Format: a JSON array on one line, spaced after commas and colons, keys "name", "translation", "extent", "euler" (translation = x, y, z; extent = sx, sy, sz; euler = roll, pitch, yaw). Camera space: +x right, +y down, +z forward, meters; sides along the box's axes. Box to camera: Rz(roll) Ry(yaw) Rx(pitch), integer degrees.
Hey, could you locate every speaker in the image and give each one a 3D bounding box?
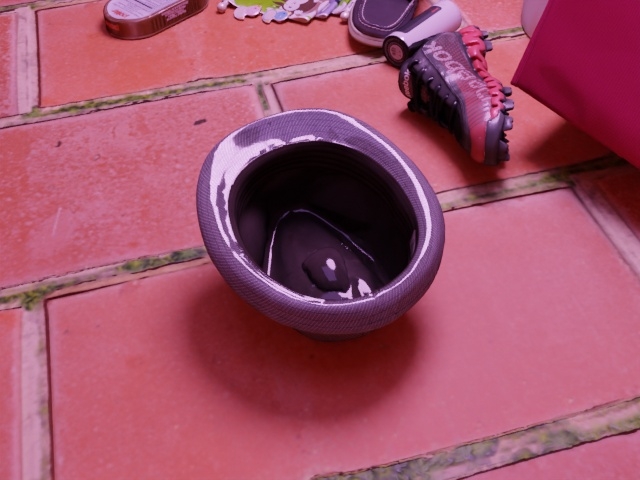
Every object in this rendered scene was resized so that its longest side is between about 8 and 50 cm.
[{"name": "speaker", "translation": [0.156, -0.314, 1.185], "extent": [0.055, 0.055, 0.136], "euler": [31, 54, 29]}]

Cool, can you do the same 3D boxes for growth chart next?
[{"name": "growth chart", "translation": [-0.041, -0.413, 1.314], "extent": [0.237, 0.021, 0.172], "euler": [9, 48, 12]}]

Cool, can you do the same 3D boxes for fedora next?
[{"name": "fedora", "translation": [0.000, 0.000, 0.833], "extent": [0.243, 0.124, 0.275], "euler": [-28, 59, -20]}]

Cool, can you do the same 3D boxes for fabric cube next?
[{"name": "fabric cube", "translation": [0.435, -0.241, 0.913], "extent": [0.259, 0.254, 0.258], "euler": [-16, 48, -39]}]

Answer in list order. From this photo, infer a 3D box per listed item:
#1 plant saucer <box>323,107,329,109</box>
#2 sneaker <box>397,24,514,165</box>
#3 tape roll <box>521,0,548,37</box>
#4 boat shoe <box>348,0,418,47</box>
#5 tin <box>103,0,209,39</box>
[{"name": "plant saucer", "translation": [-0.031, -0.112, 1.020], "extent": [0.067, 0.018, 0.192], "euler": [31, 55, 28]}, {"name": "sneaker", "translation": [0.174, -0.190, 1.033], "extent": [0.135, 0.098, 0.276], "euler": [-3, 43, -1]}, {"name": "tape roll", "translation": [0.438, -0.400, 1.178], "extent": [0.246, 0.169, 0.246], "euler": [-1, 45, 1]}, {"name": "boat shoe", "translation": [0.119, -0.413, 1.250], "extent": [0.102, 0.092, 0.285], "euler": [22, 49, 8]}, {"name": "tin", "translation": [-0.272, -0.391, 1.292], "extent": [0.106, 0.040, 0.189], "euler": [30, 54, 33]}]
